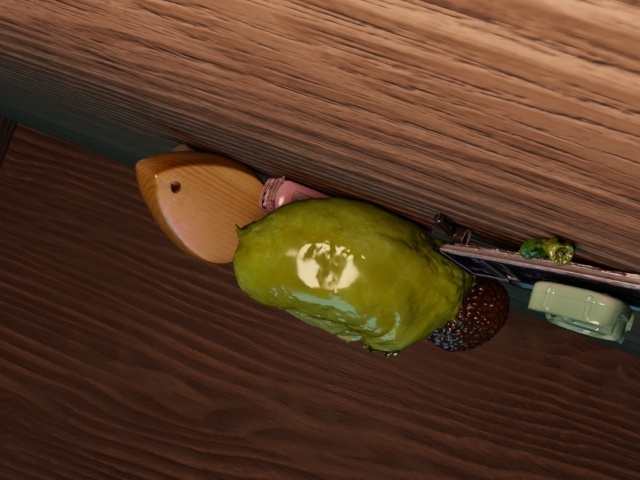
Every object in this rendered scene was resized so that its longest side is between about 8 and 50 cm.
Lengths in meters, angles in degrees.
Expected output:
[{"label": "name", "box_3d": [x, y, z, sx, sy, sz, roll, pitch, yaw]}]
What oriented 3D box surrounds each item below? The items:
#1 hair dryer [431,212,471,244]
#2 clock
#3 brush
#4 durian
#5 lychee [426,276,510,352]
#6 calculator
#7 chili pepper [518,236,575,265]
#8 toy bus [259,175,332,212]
[{"label": "hair dryer", "box_3d": [0.156, -0.016, 0.908, 0.047, 0.026, 0.083, 19, 174, 30]}, {"label": "clock", "box_3d": [0.310, 0.086, 0.835, 0.101, 0.041, 0.135, 12, 171, 43]}, {"label": "brush", "box_3d": [-0.216, -0.081, 1.191, 0.166, 0.174, 0.266, 32, 177, 40]}, {"label": "durian", "box_3d": [0.039, 0.052, 1.070, 0.339, 0.205, 0.255, 28, 136, -29]}, {"label": "lychee", "box_3d": [0.282, 0.132, 1.454, 0.194, 0.195, 0.194, 21, 178, 1]}, {"label": "calculator", "box_3d": [0.284, 0.046, 0.875, 0.274, 0.028, 0.165, 12, 174, 33]}, {"label": "chili pepper", "box_3d": [0.238, 0.009, 0.749, 0.030, 0.034, 0.091, 55, 175, -6]}, {"label": "toy bus", "box_3d": [0.004, -0.045, 1.177, 0.203, 0.063, 0.090, 20, 177, -19]}]
